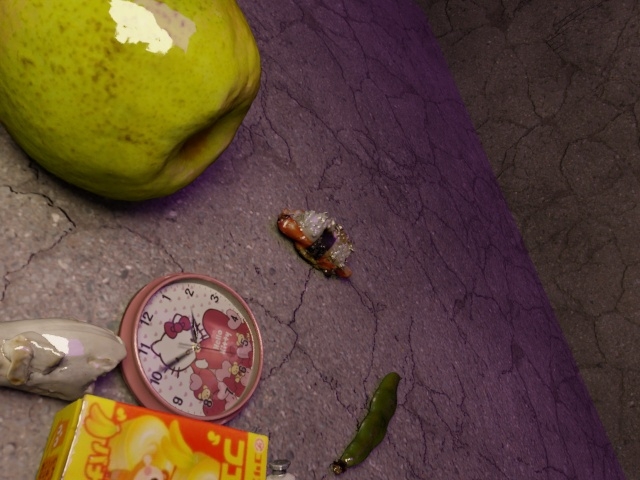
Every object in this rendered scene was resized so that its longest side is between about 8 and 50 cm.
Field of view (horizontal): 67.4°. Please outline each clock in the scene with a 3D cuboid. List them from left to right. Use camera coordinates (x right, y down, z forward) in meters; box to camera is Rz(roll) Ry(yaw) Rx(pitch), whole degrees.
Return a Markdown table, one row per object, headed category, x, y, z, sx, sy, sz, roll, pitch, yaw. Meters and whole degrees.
| category | x | y | z | sx | sy | sz | roll | pitch | yaw |
| --- | --- | --- | --- | --- | --- | --- | --- | --- | --- |
| clock | -0.189 | 0.163 | 0.735 | 0.245 | 0.056 | 0.244 | 28 | 48 | -36 |

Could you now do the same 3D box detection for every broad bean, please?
| category | x | y | z | sx | sy | sz | roll | pitch | yaw |
| --- | --- | --- | --- | --- | --- | --- | --- | --- | --- |
| broad bean | 0.108 | 0.363 | 0.955 | 0.060 | 0.043 | 0.297 | 48 | 37 | 1 |

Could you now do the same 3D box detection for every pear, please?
| category | x | y | z | sx | sy | sz | roll | pitch | yaw |
| --- | --- | --- | --- | --- | --- | --- | --- | --- | --- |
| pear | -0.284 | -0.260 | 0.674 | 0.391 | 0.391 | 0.390 | 30 | 44 | -34 |

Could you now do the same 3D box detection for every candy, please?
| category | x | y | z | sx | sy | sz | roll | pitch | yaw |
| --- | --- | --- | --- | --- | --- | --- | --- | --- | --- |
| candy | -0.197 | 0.300 | 0.597 | 0.276 | 0.088 | 0.146 | 28 | 44 | -35 |

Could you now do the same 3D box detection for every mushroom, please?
| category | x | y | z | sx | sy | sz | roll | pitch | yaw |
| --- | --- | --- | --- | --- | --- | --- | --- | --- | --- |
| mushroom | -0.356 | 0.136 | 0.530 | 0.278 | 0.096 | 0.099 | 6 | 16 | -46 |

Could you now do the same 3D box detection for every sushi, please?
| category | x | y | z | sx | sy | sz | roll | pitch | yaw |
| --- | --- | --- | --- | --- | --- | --- | --- | --- | --- |
| sushi | 0.003 | -0.002 | 1.048 | 0.226 | 0.103 | 0.097 | 47 | 38 | -29 |

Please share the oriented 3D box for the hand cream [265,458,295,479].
| category | x | y | z | sx | sy | sz | roll | pitch | yaw |
| --- | --- | --- | --- | --- | --- | --- | --- | --- | --- |
| hand cream | -0.053 | 0.407 | 0.665 | 0.042 | 0.067 | 0.194 | 30 | 58 | -79 |
